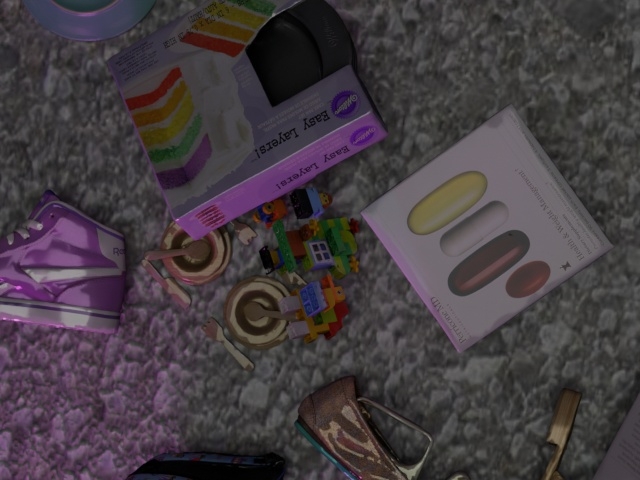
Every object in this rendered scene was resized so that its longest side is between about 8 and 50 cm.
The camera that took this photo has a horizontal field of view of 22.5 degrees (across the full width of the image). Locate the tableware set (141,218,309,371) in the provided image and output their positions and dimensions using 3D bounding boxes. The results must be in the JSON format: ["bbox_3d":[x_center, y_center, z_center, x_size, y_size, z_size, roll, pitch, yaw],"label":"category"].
[{"bbox_3d":[-0.111,0.048,1.884,0.194,0.039,0.128,44,97,4],"label":"tableware set"}]

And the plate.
[{"bbox_3d":[-0.276,-0.330,1.900,0.188,0.024,0.188,0,91,8],"label":"plate"}]

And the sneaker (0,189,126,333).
[{"bbox_3d":[-0.368,0.016,1.895,0.282,0.102,0.161,6,90,-3],"label":"sneaker"}]

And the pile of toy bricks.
[{"bbox_3d":[0.000,0.000,1.845,0.105,0.118,0.212,-8,72,-34],"label":"pile of toy bricks"}]

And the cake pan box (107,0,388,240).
[{"bbox_3d":[-0.081,-0.165,1.810,0.267,0.070,0.246,-28,64,7],"label":"cake pan box"}]

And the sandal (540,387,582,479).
[{"bbox_3d":[0.277,0.292,1.816,0.079,0.088,0.240,16,89,13],"label":"sandal"}]

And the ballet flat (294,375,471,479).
[{"bbox_3d":[0.108,0.280,1.834,0.106,0.107,0.316,-44,88,0],"label":"ballet flat"}]

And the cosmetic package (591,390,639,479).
[{"bbox_3d":[0.408,0.265,1.741,0.151,0.151,0.184,26,96,-22],"label":"cosmetic package"}]

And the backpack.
[{"bbox_3d":[-0.140,0.312,1.845,0.173,0.158,0.117,6,111,21],"label":"backpack"}]

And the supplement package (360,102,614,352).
[{"bbox_3d":[0.185,-0.014,1.786,0.203,0.149,0.194,-36,87,7],"label":"supplement package"}]
